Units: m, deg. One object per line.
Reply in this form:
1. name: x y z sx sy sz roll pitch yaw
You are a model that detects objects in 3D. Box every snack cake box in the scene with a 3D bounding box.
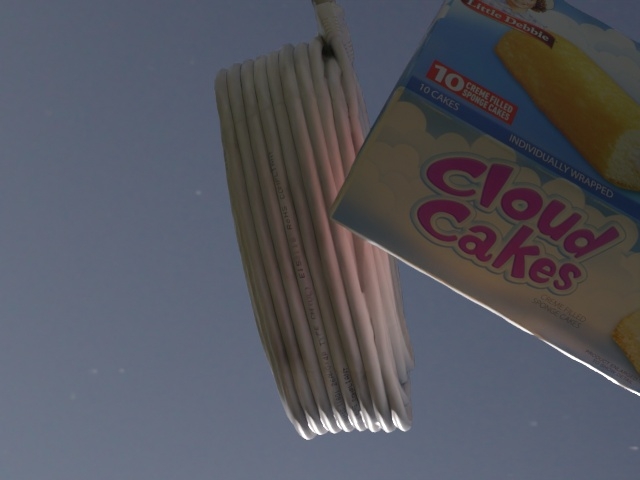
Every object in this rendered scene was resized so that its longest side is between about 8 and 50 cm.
1. snack cake box: 0.154 -0.016 0.587 0.089 0.264 0.152 -61 180 42

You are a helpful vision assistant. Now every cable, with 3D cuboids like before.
1. cable: 0.000 0.000 0.776 0.089 0.257 0.257 -11 -141 5
